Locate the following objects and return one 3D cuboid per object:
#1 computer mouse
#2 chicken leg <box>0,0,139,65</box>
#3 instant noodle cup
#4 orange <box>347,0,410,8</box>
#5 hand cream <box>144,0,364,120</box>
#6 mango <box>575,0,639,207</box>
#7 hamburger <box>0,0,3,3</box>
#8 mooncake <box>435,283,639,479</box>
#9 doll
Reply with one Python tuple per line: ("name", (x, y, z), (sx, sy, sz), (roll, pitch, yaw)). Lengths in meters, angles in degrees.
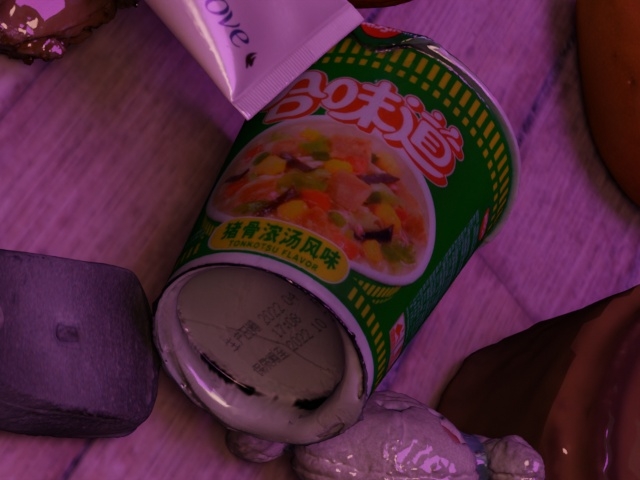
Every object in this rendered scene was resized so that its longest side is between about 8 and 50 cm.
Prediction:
("computer mouse", (-0.169, 0.060, 1.122), (0.229, 0.068, 0.113), (19, 63, -60))
("chicken leg", (-0.166, -0.196, 1.225), (0.125, 0.080, 0.196), (46, 43, -9))
("instant noodle cup", (0.000, 0.000, 1.213), (0.207, 0.207, 0.232), (52, 41, -18))
("orange", (0.005, -0.289, 1.308), (0.284, 0.284, 0.226), (38, 85, -31))
("hand cream", (-0.092, -0.195, 1.178), (0.248, 0.083, 0.133), (45, 53, -3))
("mango", (0.291, -0.131, 1.659), (0.138, 0.113, 0.253), (-19, 87, -51))
("hamburger", (-0.249, -0.237, 0.989), (0.300, 0.300, 0.176), (47, 59, -23))
("mooncake", (0.271, 0.229, 1.401), (0.393, 0.246, 0.394), (-5, 74, -42))
("doll", (0.043, 0.143, 1.262), (0.103, 0.214, 0.071), (-84, -179, -78))
